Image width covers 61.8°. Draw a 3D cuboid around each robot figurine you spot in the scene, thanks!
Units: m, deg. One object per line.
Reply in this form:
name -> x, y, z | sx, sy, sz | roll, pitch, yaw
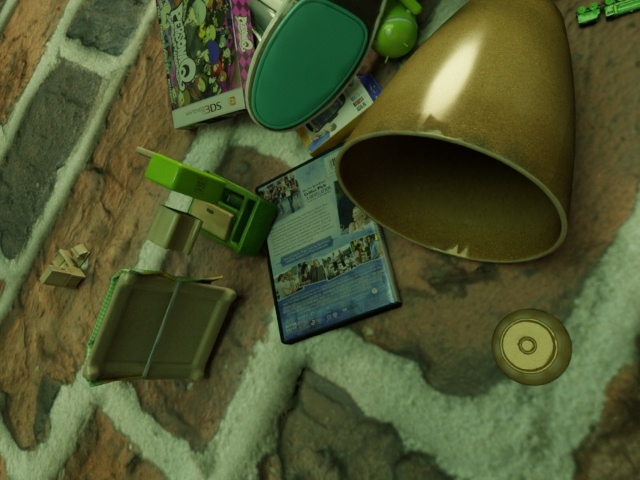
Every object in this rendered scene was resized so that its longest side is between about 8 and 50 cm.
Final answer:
robot figurine -> 0.101, -0.309, 0.753 | 0.101, 0.067, 0.115 | -27, 62, 52

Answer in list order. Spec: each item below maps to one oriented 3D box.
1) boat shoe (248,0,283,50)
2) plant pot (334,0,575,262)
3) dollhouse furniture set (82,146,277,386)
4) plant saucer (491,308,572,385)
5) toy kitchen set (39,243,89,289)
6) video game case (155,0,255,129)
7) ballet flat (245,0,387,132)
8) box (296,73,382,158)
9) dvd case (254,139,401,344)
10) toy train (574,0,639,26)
boat shoe -> -0.133, -0.367, 0.888 | 0.319, 0.116, 0.099 | 41, 95, 29
plant pot -> 0.173, -0.141, 0.586 | 0.237, 0.237, 0.254 | 11, 66, 34
dollhouse furniture set -> -0.225, 0.038, 0.765 | 0.151, 0.198, 0.301 | 25, 94, 40
plant saucer -> 0.226, 0.114, 0.580 | 0.083, 0.015, 0.083 | -10, 70, 30
toy kitchen set -> -0.488, 0.037, 1.009 | 0.083, 0.075, 0.068 | 43, 98, 29
video game case -> -0.187, -0.312, 0.873 | 0.210, 0.042, 0.232 | 0, 100, 45
ballet flat -> 0.022, -0.332, 0.721 | 0.139, 0.139, 0.400 | 49, 120, 32
box -> 0.026, -0.191, 0.789 | 0.136, 0.028, 0.081 | -38, 59, 19
dvd case -> 0.000, 0.000, 0.751 | 0.180, 0.022, 0.253 | -24, 65, 25
toy train -> 0.343, -0.272, 0.623 | 0.083, 0.017, 0.023 | -9, 81, 29
